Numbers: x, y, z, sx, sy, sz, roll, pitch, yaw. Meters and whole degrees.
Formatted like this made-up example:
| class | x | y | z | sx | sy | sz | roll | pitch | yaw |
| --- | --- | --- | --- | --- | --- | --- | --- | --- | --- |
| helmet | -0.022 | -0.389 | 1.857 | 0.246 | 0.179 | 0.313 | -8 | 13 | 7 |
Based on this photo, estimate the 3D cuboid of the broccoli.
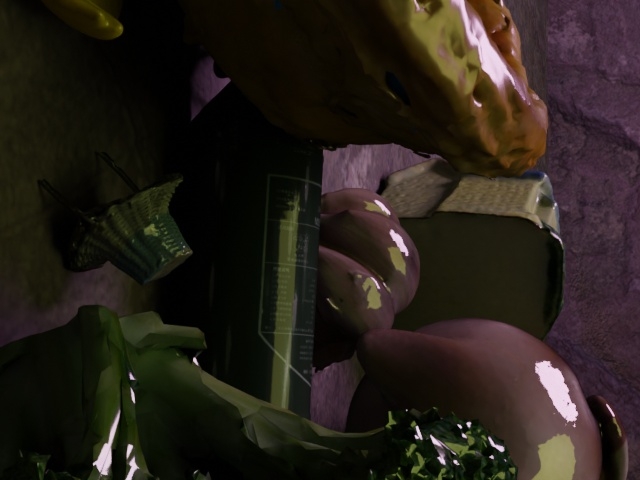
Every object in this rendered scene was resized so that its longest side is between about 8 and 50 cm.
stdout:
| class | x | y | z | sx | sy | sz | roll | pitch | yaw |
| --- | --- | --- | --- | --- | --- | --- | --- | --- | --- |
| broccoli | -0.055 | 0.161 | 0.517 | 0.275 | 0.308 | 0.308 | 69 | 14 | 15 |

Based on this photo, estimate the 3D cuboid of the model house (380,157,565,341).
| class | x | y | z | sx | sy | sz | roll | pitch | yaw |
| --- | --- | --- | --- | --- | --- | --- | --- | --- | --- |
| model house | 0.167 | 0.010 | 1.192 | 0.189 | 0.214 | 0.195 | -63 | 146 | -54 |

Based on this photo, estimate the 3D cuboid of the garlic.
| class | x | y | z | sx | sy | sz | roll | pitch | yaw |
| --- | --- | --- | --- | --- | --- | --- | --- | --- | --- |
| garlic | 0.000 | 0.000 | 0.862 | 0.194 | 0.127 | 0.131 | 59 | 36 | -27 |

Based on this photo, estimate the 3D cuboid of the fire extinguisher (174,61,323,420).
| class | x | y | z | sx | sy | sz | roll | pitch | yaw |
| --- | --- | --- | --- | --- | --- | --- | --- | --- | --- |
| fire extinguisher | -0.050 | 0.008 | 0.742 | 0.114 | 0.095 | 0.311 | 155 | -61 | -79 |

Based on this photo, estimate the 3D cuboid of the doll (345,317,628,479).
| class | x | y | z | sx | sy | sz | roll | pitch | yaw |
| --- | --- | --- | --- | --- | --- | --- | --- | --- | --- |
| doll | 0.135 | 0.179 | 0.923 | 0.370 | 0.226 | 0.215 | 85 | -8 | -74 |

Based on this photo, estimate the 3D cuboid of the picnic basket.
| class | x | y | z | sx | sy | sz | roll | pitch | yaw |
| --- | --- | --- | --- | --- | --- | --- | --- | --- | --- |
| picnic basket | -0.111 | -0.014 | 0.610 | 0.083 | 0.083 | 0.065 | 51 | 31 | 2 |

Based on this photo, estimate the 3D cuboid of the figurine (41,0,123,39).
| class | x | y | z | sx | sy | sz | roll | pitch | yaw |
| --- | --- | --- | --- | --- | --- | --- | --- | --- | --- |
| figurine | -0.124 | -0.166 | 0.540 | 0.178 | 0.109 | 0.129 | -99 | 178 | -74 |

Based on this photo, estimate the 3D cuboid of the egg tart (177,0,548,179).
| class | x | y | z | sx | sy | sz | roll | pitch | yaw |
| --- | --- | --- | --- | --- | --- | --- | --- | --- | --- |
| egg tart | 0.005 | -0.190 | 0.680 | 0.388 | 0.169 | 0.388 | 50 | 23 | -30 |
